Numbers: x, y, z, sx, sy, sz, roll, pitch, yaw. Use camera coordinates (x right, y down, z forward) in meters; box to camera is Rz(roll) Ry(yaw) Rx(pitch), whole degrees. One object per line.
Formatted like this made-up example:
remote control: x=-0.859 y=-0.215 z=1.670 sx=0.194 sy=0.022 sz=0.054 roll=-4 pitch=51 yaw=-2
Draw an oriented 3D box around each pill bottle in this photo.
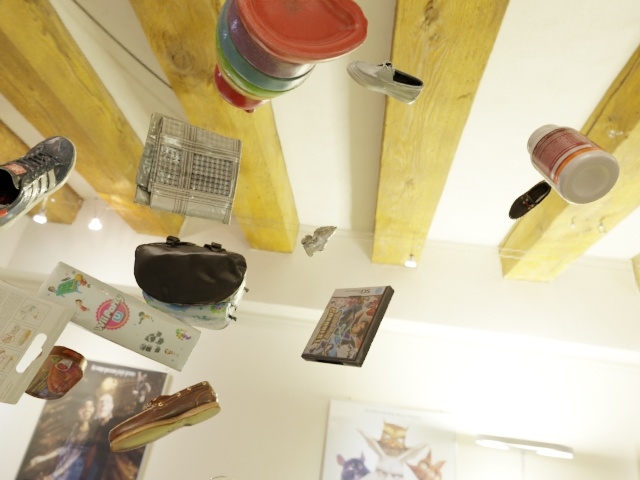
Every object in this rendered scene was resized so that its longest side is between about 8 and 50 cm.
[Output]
pill bottle: x=0.389 y=-0.129 z=0.689 sx=0.085 sy=0.152 sz=0.086 roll=-1 pitch=-55 yaw=-1

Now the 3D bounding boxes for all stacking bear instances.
stacking bear: x=-0.088 y=-0.292 z=0.673 sx=0.176 sy=0.164 sz=0.289 roll=56 pitch=-23 yaw=-11

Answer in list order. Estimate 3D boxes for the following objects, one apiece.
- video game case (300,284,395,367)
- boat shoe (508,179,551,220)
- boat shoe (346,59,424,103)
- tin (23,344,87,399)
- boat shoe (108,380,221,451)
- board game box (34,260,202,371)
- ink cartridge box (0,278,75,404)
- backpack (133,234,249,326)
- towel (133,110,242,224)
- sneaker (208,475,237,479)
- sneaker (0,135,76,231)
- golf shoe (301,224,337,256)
video game case: x=0.084 y=0.262 z=1.369 sx=0.248 sy=0.275 sz=0.035 roll=-10 pitch=-50 yaw=47
boat shoe: x=0.551 y=-0.106 z=1.150 sx=0.049 sy=0.042 sz=0.133 roll=45 pitch=-71 yaw=7
boat shoe: x=0.187 y=-0.463 z=1.221 sx=0.227 sy=0.080 sz=0.081 roll=17 pitch=-32 yaw=-16
tin: x=-0.618 y=0.306 z=1.005 sx=0.189 sy=0.040 sz=0.106 roll=-39 pitch=-56 yaw=24
boat shoe: x=-0.300 y=0.334 z=0.838 sx=0.206 sy=0.073 sz=0.073 roll=-9 pitch=-40 yaw=-36
board game box: x=-0.429 y=0.172 z=0.932 sx=0.303 sy=0.098 sz=0.224 roll=32 pitch=-25 yaw=-16
ink cartridge box: x=-0.561 y=0.147 z=0.697 sx=0.066 sy=0.189 sz=0.232 roll=19 pitch=-15 yaw=37
backpack: x=-0.347 y=0.134 z=1.254 sx=0.289 sy=0.274 sz=0.355 roll=6 pitch=-2 yaw=-6
towel: x=-0.425 y=-0.232 z=1.431 sx=0.323 sy=0.313 sz=0.056 roll=12 pitch=-7 yaw=-29
sneaker: x=-0.077 y=0.536 z=0.779 sx=0.330 sy=0.123 sz=0.146 roll=26 pitch=-34 yaw=2
sneaker: x=-0.814 y=-0.183 z=1.200 sx=0.131 sy=0.350 sz=0.148 roll=28 pitch=-31 yaw=-7
golf shoe: x=0.000 y=0.000 z=1.723 sx=0.069 sy=0.176 sz=0.086 roll=16 pitch=-51 yaw=49
